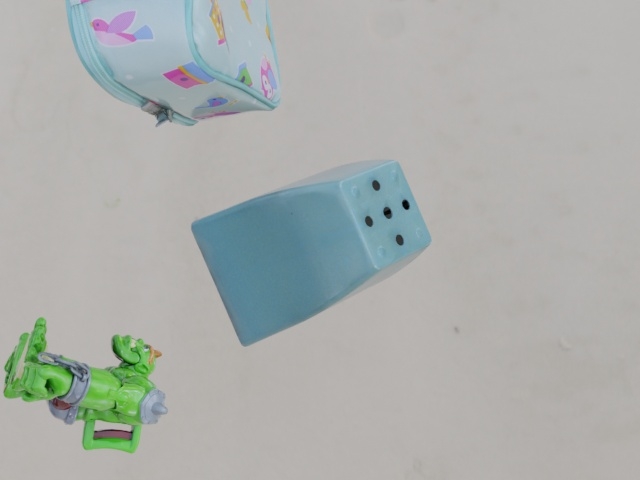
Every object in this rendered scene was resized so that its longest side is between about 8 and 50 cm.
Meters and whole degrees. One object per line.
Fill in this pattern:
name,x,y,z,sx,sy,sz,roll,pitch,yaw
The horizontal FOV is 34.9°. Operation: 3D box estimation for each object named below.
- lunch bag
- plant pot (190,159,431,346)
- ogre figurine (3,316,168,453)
lunch bag,-0.114,-0.226,0.789,0.107,0.224,0.279,-9,84,12
plant pot,0.000,0.000,1.198,0.165,0.234,0.165,-24,91,-42
ogre figurine,-0.197,0.120,0.844,0.118,0.197,0.097,21,59,-19
